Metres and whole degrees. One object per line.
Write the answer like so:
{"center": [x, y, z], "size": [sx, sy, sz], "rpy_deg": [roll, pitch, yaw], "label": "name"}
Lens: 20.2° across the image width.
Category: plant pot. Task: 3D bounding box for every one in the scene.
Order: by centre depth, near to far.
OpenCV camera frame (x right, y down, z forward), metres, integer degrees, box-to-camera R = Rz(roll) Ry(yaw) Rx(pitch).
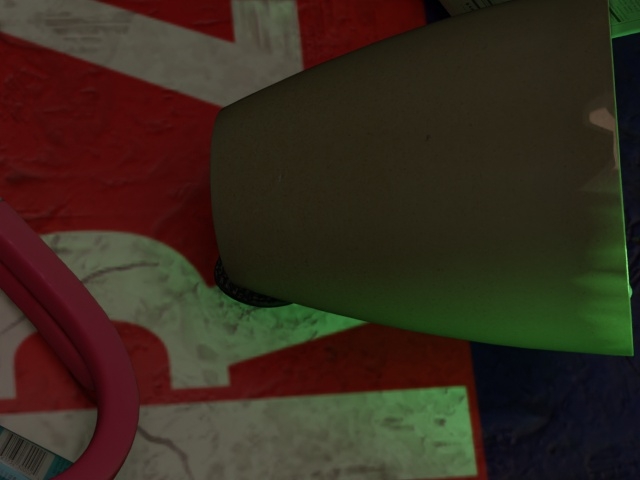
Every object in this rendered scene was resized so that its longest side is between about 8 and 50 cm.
{"center": [0.071, -0.038, 1.240], "size": [0.274, 0.256, 0.257], "rpy_deg": [-5, 72, 10], "label": "plant pot"}

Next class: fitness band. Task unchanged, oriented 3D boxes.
{"center": [-0.252, 0.074, 1.220], "size": [0.291, 0.054, 0.209], "rpy_deg": [46, 47, 13], "label": "fitness band"}

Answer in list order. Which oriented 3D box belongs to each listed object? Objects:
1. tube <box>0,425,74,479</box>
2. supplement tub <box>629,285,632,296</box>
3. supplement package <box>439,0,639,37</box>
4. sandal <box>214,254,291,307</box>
{"center": [-0.156, 0.196, 1.249], "size": [0.207, 0.052, 0.080], "rpy_deg": [30, 64, -4], "label": "tube"}
{"center": [0.186, 0.009, 1.373], "size": [0.071, 0.071, 0.107], "rpy_deg": [-21, 78, -18], "label": "supplement tub"}
{"center": [0.199, -0.280, 1.341], "size": [0.199, 0.262, 0.198], "rpy_deg": [-47, 108, -21], "label": "supplement package"}
{"center": [0.000, 0.000, 1.351], "size": [0.179, 0.040, 0.067], "rpy_deg": [-31, 80, -22], "label": "sandal"}
